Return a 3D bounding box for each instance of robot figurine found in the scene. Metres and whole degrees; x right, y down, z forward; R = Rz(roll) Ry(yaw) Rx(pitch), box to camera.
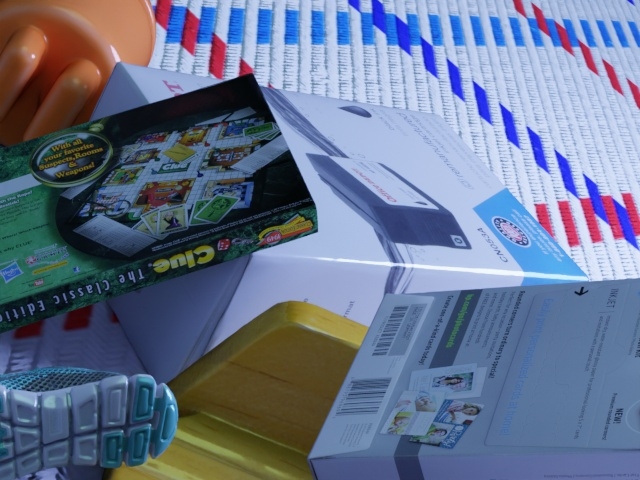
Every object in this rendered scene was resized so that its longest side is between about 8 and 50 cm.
[{"bbox_3d":[-0.195,-0.144,1.274,0.158,0.128,0.219,-2,26,8],"label":"robot figurine"}]

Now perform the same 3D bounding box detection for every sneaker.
[{"bbox_3d":[-0.167,0.100,0.947,0.166,0.065,0.076,2,6,-15],"label":"sneaker"}]

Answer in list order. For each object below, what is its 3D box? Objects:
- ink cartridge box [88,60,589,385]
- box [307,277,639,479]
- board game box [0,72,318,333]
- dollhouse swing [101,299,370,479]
[{"bbox_3d":[0.000,0.000,1.209,0.307,0.129,0.223,5,35,-39],"label":"ink cartridge box"},{"bbox_3d":[0.103,0.074,0.845,0.186,0.038,0.145,-6,31,23],"label":"box"},{"bbox_3d":[-0.144,-0.018,1.040,0.259,0.030,0.136,-17,49,-8],"label":"board game box"},{"bbox_3d":[0.077,0.122,0.877,0.315,0.305,0.347,24,28,-11],"label":"dollhouse swing"}]
